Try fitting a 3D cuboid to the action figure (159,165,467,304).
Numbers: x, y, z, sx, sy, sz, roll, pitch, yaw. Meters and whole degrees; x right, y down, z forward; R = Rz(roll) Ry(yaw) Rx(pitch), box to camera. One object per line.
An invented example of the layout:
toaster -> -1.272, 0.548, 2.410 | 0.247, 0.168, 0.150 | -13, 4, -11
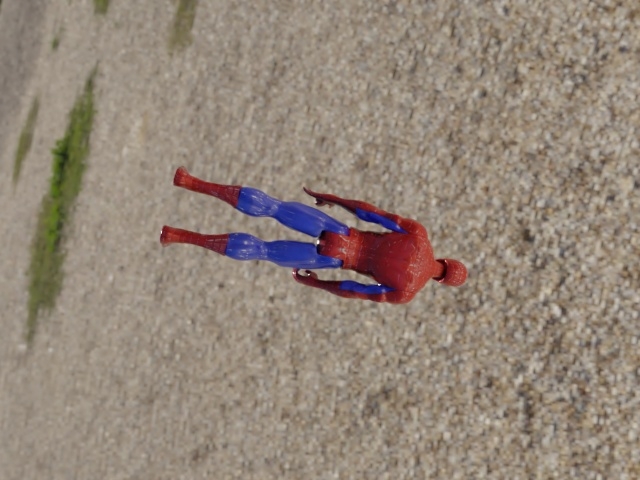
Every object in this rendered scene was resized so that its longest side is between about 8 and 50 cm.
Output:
action figure -> 0.000, 0.000, 0.372 | 0.030, 0.115, 0.038 | 158, 127, -87
